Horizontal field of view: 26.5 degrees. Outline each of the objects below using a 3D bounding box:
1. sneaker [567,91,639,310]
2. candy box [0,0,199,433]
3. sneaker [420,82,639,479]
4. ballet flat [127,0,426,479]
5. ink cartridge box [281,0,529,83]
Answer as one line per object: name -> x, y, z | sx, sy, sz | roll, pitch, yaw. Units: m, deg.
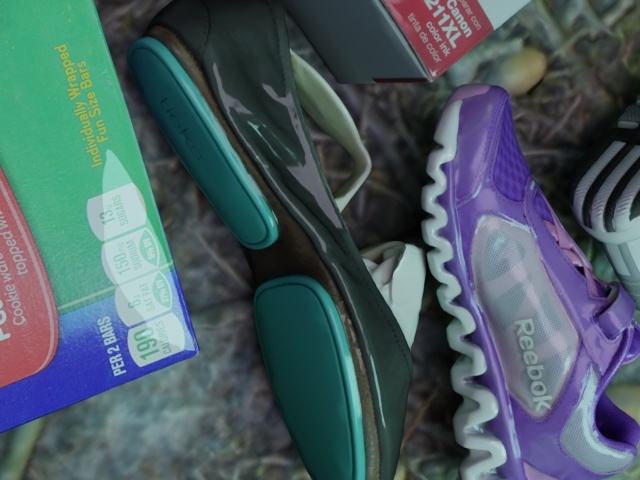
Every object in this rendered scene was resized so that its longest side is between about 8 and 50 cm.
sneaker -> 0.237, -0.047, 0.790 | 0.228, 0.086, 0.132 | -43, 127, -19
candy box -> -0.244, -0.028, 0.575 | 0.317, 0.122, 0.268 | -21, 112, -14
sneaker -> 0.117, 0.030, 0.720 | 0.104, 0.095, 0.237 | -6, 104, 22
ballet flat -> 0.000, 0.000, 0.698 | 0.096, 0.095, 0.281 | -28, 103, -27
ink cartridge box -> 0.076, -0.159, 0.688 | 0.175, 0.127, 0.072 | -40, 107, -12
